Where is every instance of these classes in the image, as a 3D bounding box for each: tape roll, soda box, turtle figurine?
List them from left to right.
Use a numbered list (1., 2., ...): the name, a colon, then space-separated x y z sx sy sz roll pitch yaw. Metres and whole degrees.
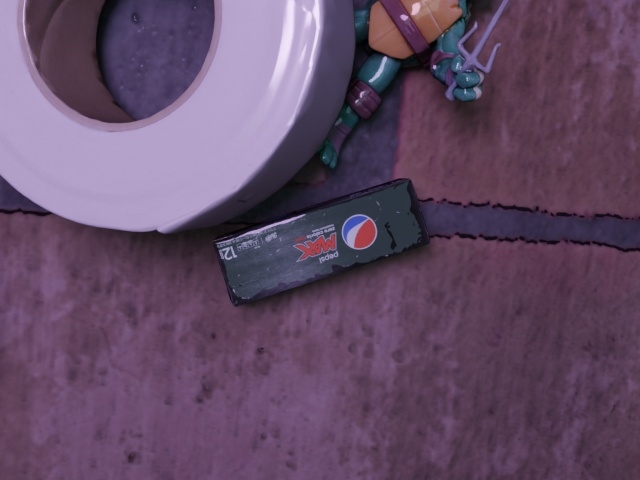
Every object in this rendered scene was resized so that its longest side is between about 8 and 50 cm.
1. tape roll: -0.121 -0.148 0.545 0.287 0.100 0.285 1 95 14
2. soda box: 0.000 0.000 0.633 0.169 0.053 0.060 -18 97 -3
3. turtle figurine: 0.066 -0.171 0.595 0.234 0.118 0.175 -36 82 14
